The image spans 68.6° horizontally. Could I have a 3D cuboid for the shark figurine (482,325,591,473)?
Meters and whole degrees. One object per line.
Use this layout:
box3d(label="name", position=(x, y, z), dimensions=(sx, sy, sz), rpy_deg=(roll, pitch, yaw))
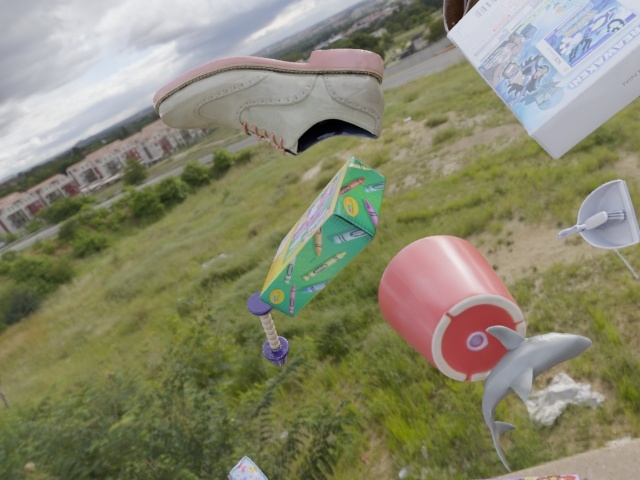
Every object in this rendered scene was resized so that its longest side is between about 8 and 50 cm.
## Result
box3d(label="shark figurine", position=(0.345, 0.271, 0.836), dimensions=(0.116, 0.166, 0.278), rpy_deg=(-79, 13, -70))

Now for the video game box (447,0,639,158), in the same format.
box3d(label="video game box", position=(0.218, -0.193, 0.364), dimensions=(0.205, 0.048, 0.187), rpy_deg=(-43, 35, 28))

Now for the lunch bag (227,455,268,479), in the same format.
box3d(label="lunch bag", position=(-0.133, 0.459, 0.888), dimensions=(0.053, 0.083, 0.071), rpy_deg=(-42, -13, -33))

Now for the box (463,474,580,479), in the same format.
box3d(label="box", position=(0.275, 0.456, 0.739), dimensions=(0.293, 0.057, 0.201), rpy_deg=(-13, 0, 17))

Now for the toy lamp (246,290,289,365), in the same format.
box3d(label="toy lamp", position=(-0.135, 0.250, 1.264), dimensions=(0.080, 0.275, 0.080), rpy_deg=(-6, 44, 6))

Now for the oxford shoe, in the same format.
box3d(label="oxford shoe", position=(-0.088, -0.216, 0.785), dimensions=(0.396, 0.147, 0.140), rpy_deg=(-6, -5, 8))

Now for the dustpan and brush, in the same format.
box3d(label="dustpan and brush", position=(0.632, -0.037, 1.095), dimensions=(0.060, 0.147, 0.211), rpy_deg=(-5, -14, -3))

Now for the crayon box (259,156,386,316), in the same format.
box3d(label="crayon box", position=(0.000, 0.000, 0.859), dimensions=(0.278, 0.081, 0.165), rpy_deg=(-48, 17, 41))

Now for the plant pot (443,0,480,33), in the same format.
box3d(label="plant pot", position=(0.329, -0.459, 0.851), dimensions=(0.165, 0.167, 0.167), rpy_deg=(2, 24, -2))

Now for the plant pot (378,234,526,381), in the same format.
box3d(label="plant pot", position=(0.286, 0.153, 1.007), dimensions=(0.275, 0.275, 0.243), rpy_deg=(-27, 22, 1))
